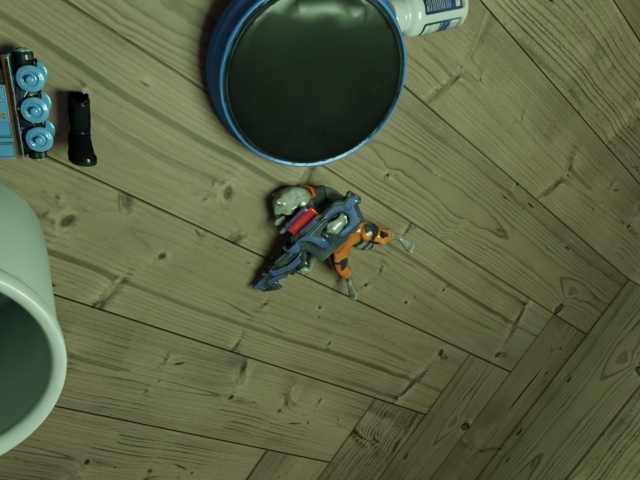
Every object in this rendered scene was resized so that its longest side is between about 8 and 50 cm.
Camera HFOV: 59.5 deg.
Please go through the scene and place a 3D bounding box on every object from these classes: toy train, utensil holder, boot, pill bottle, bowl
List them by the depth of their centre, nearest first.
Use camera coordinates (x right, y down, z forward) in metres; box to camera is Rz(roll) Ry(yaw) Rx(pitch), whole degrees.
[{"bbox_3d":[-0.572,0.094,0.836,0.327,0.385,0.328,-13,120,-23],"label":"utensil holder"},{"bbox_3d":[-0.495,-0.218,0.907,0.105,0.080,0.184,-5,118,-20],"label":"toy train"},{"bbox_3d":[-0.405,-0.191,0.946,0.045,0.121,0.099,-2,122,-30],"label":"boot"},{"bbox_3d":[-0.017,-0.314,1.064,0.391,0.077,0.391,-11,130,-14],"label":"bowl"},{"bbox_3d":[0.208,-0.470,1.142,0.169,0.094,0.094,-19,123,-21],"label":"pill bottle"}]

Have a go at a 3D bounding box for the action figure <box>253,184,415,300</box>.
[{"bbox_3d":[0.000,0.000,1.279,0.341,0.179,0.330,-34,124,26],"label":"action figure"}]
